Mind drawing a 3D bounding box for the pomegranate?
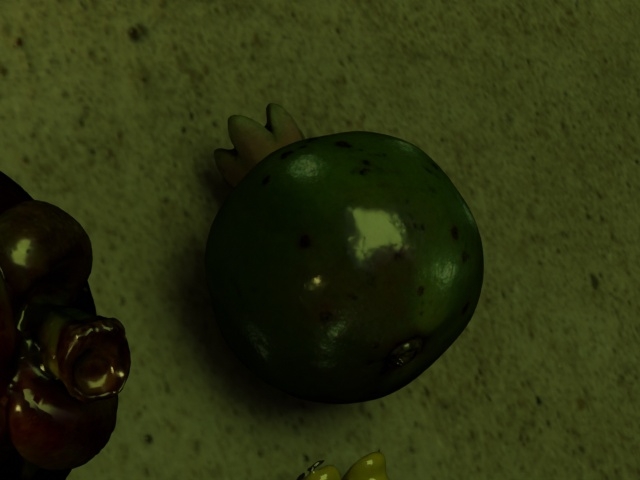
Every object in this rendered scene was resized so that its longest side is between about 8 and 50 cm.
[{"bbox_3d":[0.001,-0.002,1.155,0.187,0.187,0.225,1,37,-38],"label":"pomegranate"}]

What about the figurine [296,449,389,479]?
[{"bbox_3d":[0.082,0.246,1.076,0.162,0.143,0.263,-7,50,-48],"label":"figurine"}]

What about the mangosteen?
[{"bbox_3d":[-0.196,0.058,0.882,0.228,0.265,0.228,15,71,-52],"label":"mangosteen"}]
